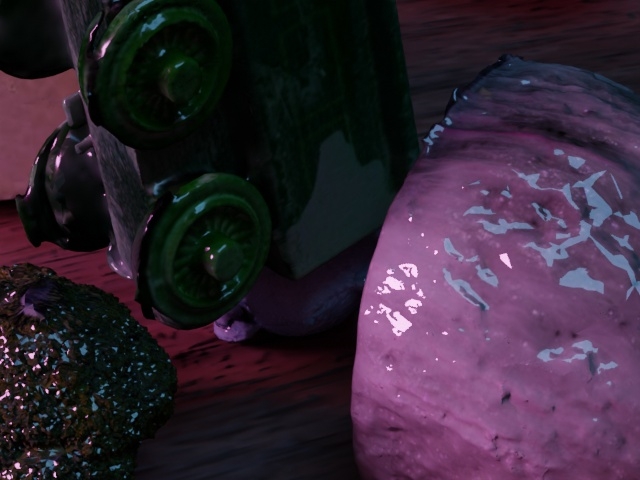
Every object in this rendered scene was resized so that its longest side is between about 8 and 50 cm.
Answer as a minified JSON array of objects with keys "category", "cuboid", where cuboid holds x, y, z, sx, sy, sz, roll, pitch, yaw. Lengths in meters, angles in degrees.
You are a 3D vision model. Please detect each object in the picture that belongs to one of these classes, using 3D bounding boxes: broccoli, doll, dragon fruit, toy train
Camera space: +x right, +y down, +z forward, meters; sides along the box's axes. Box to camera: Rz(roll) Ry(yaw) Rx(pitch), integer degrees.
[{"category":"broccoli","cuboid":[-0.154,0.076,0.883,0.162,0.138,0.146,25,40,11]},{"category":"doll","cuboid":[0.002,0.004,1.089,0.120,0.075,0.180,-21,20,18]},{"category":"dragon fruit","cuboid":[0.165,0.032,0.975,0.221,0.204,0.283,22,39,24]},{"category":"toy train","cuboid":[-0.065,-0.085,0.938,0.202,0.266,0.145,-33,41,-27]}]

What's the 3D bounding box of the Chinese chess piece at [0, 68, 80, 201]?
[{"category":"Chinese chess piece","cuboid":[-0.208,-0.141,1.026,0.250,0.250,0.101,6,35,-14]}]
